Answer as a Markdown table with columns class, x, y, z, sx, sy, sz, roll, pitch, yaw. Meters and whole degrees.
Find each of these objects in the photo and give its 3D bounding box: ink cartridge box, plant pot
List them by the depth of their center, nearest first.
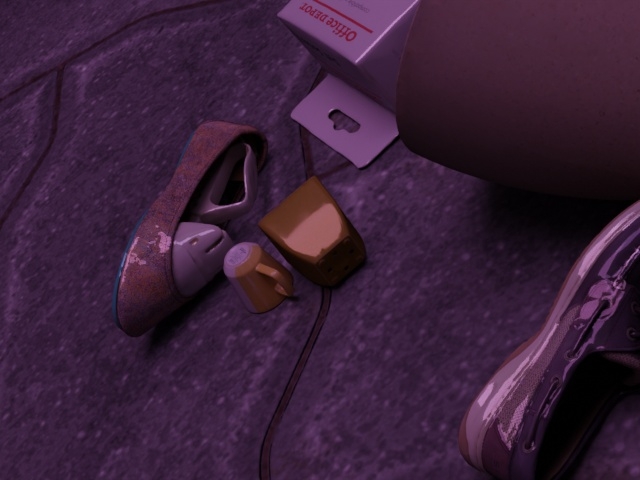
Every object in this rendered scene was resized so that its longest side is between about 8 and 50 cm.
| class | x | y | z | sx | sy | sz | roll | pitch | yaw |
| --- | --- | --- | --- | --- | --- | --- | --- | --- | --- |
| plant pot | 0.000 | 0.000 | 1.345 | 0.081 | 0.081 | 0.083 | -40 | 48 | -3 |
| ink cartridge box | 0.093 | -0.274 | 1.492 | 0.353 | 0.119 | 0.207 | -47 | 38 | -2 |

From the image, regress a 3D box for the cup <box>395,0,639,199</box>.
| class | x | y | z | sx | sy | sz | roll | pitch | yaw |
| --- | --- | --- | --- | --- | --- | --- | --- | --- | --- |
| cup | 0.258 | -0.167 | 1.149 | 0.237 | 0.331 | 0.331 | 34 | 74 | 24 |

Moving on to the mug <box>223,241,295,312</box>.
| class | x | y | z | sx | sy | sz | roll | pitch | yaw |
| --- | --- | --- | --- | --- | --- | --- | --- | --- | --- |
| mug | -0.066 | 0.033 | 1.373 | 0.078 | 0.064 | 0.062 | -16 | 42 | 26 |

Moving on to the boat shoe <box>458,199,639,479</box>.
| class | x | y | z | sx | sy | sz | roll | pitch | yaw |
| --- | --- | --- | --- | --- | --- | --- | --- | --- | --- |
| boat shoe | 0.232 | 0.088 | 1.051 | 0.285 | 0.103 | 0.092 | -49 | 44 | -8 |

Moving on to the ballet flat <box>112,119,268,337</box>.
| class | x | y | z | sx | sy | sz | roll | pitch | yaw |
| --- | --- | --- | --- | --- | --- | --- | --- | --- | --- |
| ballet flat | -0.138 | -0.024 | 1.465 | 0.106 | 0.107 | 0.316 | 2 | 52 | 23 |
